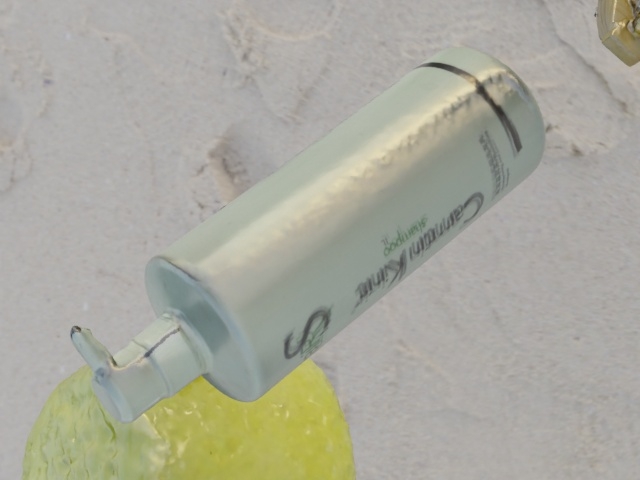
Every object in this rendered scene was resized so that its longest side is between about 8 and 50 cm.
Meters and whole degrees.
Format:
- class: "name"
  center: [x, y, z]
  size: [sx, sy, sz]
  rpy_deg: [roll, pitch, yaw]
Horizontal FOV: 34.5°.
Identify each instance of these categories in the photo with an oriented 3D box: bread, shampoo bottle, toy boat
- class: "bread"
  center: [-0.163, 0.282, 1.183]
  size: [0.348, 0.308, 0.348]
  rpy_deg: [-1, 89, 49]
- class: "shampoo bottle"
  center: [0.000, 0.000, 0.507]
  size: [0.085, 0.262, 0.085]
  rpy_deg: [37, 149, 27]
- class: "toy boat"
  center: [0.179, -0.145, 0.512]
  size: [0.047, 0.049, 0.149]
  rpy_deg: [41, 73, -12]
